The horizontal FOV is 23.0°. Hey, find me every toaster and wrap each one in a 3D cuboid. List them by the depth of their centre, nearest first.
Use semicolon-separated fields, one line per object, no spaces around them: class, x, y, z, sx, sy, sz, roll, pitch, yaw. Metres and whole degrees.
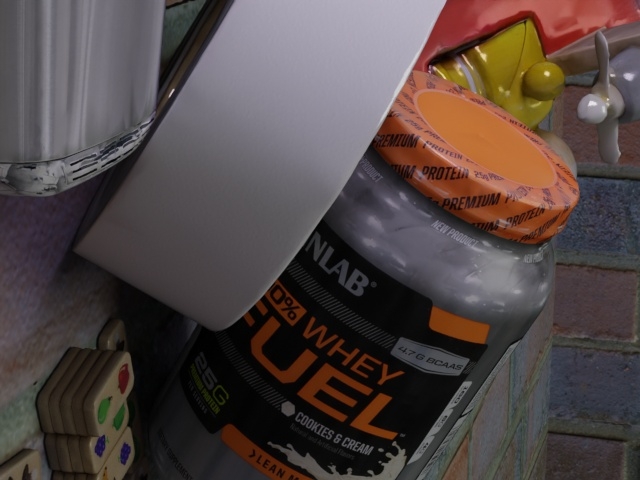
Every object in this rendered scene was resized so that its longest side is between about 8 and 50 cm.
toaster;-0.145;-0.109;0.744;0.227;0.129;0.146;-49;145;-70

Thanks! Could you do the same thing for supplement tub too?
supplement tub;0.028;0.054;1.068;0.316;0.193;0.193;-59;175;24

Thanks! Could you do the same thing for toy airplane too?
toy airplane;0.213;-0.159;1.525;0.386;0.384;0.272;3;82;-76

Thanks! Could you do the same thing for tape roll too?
tape roll;-0.034;-0.090;0.924;0.286;0.100;0.286;-57;-169;18

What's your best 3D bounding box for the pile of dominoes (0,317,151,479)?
pile of dominoes;-0.138;0.192;1.016;0.196;0.040;0.251;-63;153;-54
